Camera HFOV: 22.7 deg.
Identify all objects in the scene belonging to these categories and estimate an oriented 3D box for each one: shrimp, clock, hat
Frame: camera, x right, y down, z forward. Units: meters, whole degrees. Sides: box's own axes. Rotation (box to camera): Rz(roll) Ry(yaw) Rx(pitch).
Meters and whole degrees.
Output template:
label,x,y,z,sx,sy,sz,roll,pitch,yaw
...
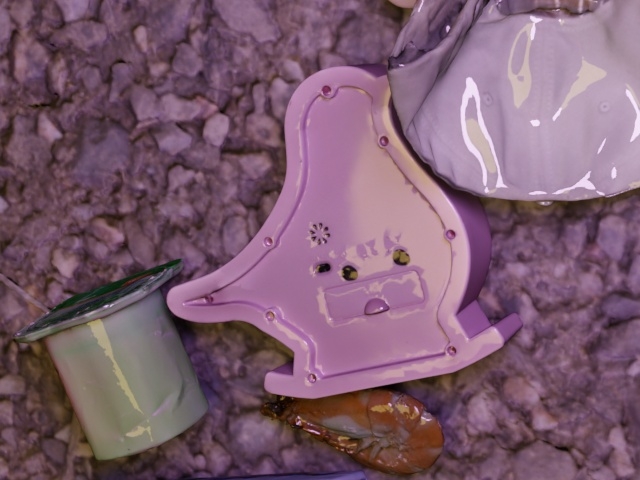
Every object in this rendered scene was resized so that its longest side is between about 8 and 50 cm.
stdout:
label,x,y,z,sx,sy,sz,roll,pitch,yaw
shrimp,0.024,0.166,1.432,0.184,0.043,0.091,11,123,24
clock,0.000,0.000,1.395,0.290,0.080,0.275,-17,93,23
hat,0.182,-0.190,1.264,0.258,0.168,0.301,4,77,0

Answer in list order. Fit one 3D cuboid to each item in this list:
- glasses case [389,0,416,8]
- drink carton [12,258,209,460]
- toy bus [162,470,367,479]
label,x,y,z,sx,sy,sz,roll,pitch,yaw
glasses case,0.075,-0.291,1.325,0.083,0.050,0.196,-8,96,26
drink carton,-0.180,0.116,1.464,0.146,0.144,0.142,-17,99,25
toy bus,-0.106,0.289,1.482,0.330,0.109,0.135,-7,87,24
